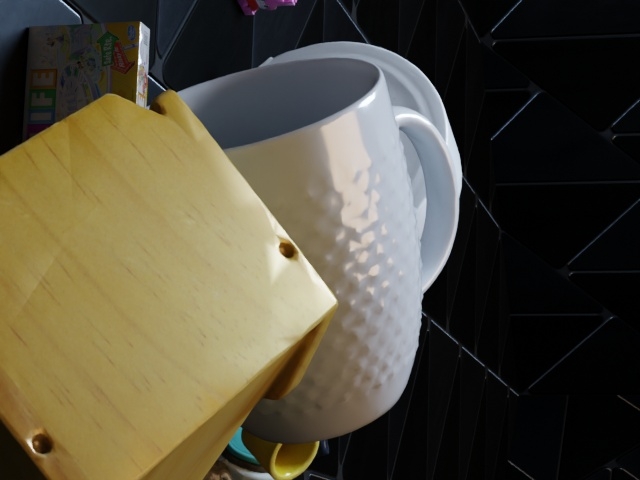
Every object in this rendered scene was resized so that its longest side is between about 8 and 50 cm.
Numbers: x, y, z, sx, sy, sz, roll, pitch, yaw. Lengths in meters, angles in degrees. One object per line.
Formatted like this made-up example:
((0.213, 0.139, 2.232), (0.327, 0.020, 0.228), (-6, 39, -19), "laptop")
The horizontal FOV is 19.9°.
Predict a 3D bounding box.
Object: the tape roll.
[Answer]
((0.014, -0.084, 2.067), (0.100, 0.286, 0.286), (62, 30, -60), "tape roll")

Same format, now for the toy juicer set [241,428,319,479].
((-0.054, 0.342, 1.971), (0.209, 0.089, 0.329), (-42, 140, -19), "toy juicer set")

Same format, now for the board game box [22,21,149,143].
((-0.202, -0.109, 1.563), (0.026, 0.103, 0.154), (37, 53, -73), "board game box")

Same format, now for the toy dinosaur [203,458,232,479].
((-0.176, 0.167, 1.697), (0.160, 0.121, 0.313), (-94, 168, -45), "toy dinosaur")

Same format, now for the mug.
((0.000, 0.000, 1.827), (0.374, 0.276, 0.328), (-29, 115, -36), "mug")

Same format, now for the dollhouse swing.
((-0.211, 0.120, 1.424), (0.315, 0.305, 0.347), (52, 41, -1), "dollhouse swing")

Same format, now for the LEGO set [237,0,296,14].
((-0.070, -0.358, 2.133), (0.227, 0.093, 0.087), (58, 33, -64), "LEGO set")

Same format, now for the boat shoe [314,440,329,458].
((-0.007, 0.178, 2.365), (0.109, 0.089, 0.258), (66, 26, -58), "boat shoe")

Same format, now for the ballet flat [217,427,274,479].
((-0.048, 0.196, 2.175), (0.400, 0.139, 0.139), (-60, 147, -57), "ballet flat")
